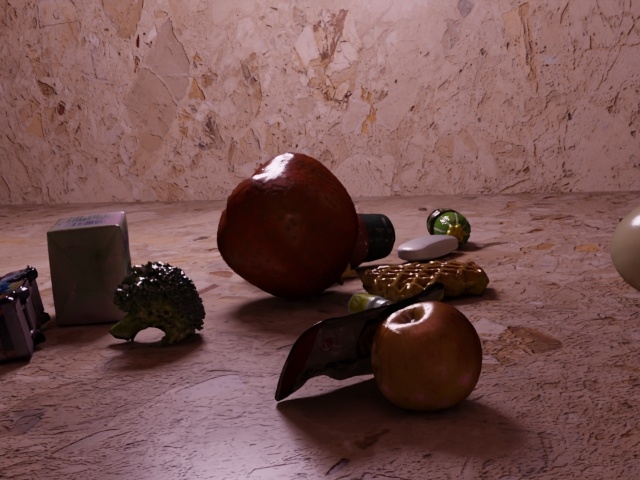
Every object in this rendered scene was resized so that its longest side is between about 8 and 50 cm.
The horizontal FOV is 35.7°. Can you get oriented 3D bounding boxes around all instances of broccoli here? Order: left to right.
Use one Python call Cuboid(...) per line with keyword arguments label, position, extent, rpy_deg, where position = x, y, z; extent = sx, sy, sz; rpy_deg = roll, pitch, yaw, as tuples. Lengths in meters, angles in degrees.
Cuboid(label="broccoli", position=(-0.272, 0.113, 1.625), extent=(0.160, 0.154, 0.167), rpy_deg=(-42, 0, 13))

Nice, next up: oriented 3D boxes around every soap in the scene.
Cuboid(label="soap", position=(-0.425, 0.050, 1.855), extent=(0.139, 0.182, 0.199), rpy_deg=(-6, 9, -7))

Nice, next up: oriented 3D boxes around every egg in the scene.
Cuboid(label="egg", position=(0.608, 0.015, 1.695), extent=(0.186, 0.185, 0.242), rpy_deg=(-9, 1, -34))

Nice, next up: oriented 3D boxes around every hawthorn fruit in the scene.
Cuboid(label="hawthorn fruit", position=(-0.051, -0.014, 1.897), extent=(0.275, 0.299, 0.275), rpy_deg=(-39, 20, 16))

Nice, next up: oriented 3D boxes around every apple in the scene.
Cuboid(label="apple", position=(0.130, 0.139, 1.226), extent=(0.147, 0.146, 0.146), rpy_deg=(-3, 8, 0))

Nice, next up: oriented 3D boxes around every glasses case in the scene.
Cuboid(label="glasses case", position=(0.247, 0.017, 2.280), extent=(0.074, 0.049, 0.193), rpy_deg=(3, 9, 36))

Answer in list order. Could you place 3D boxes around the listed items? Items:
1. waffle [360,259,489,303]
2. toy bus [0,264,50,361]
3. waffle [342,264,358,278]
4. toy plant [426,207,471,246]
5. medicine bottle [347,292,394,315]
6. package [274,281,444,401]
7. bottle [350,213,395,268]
Cuboid(label="waffle", position=(0.205, 0.078, 1.867), extent=(0.253, 0.056, 0.249), rpy_deg=(-4, 9, -15))
Cuboid(label="toy bus", position=(-0.538, 0.125, 1.675), extent=(0.138, 0.112, 0.317), rpy_deg=(-15, 9, -10))
Cuboid(label="waffle", position=(0.015, -0.011, 2.071), extent=(0.125, 0.190, 0.032), rpy_deg=(-7, 5, -25))
Cuboid(label="toy plant", position=(0.314, -0.029, 2.431), extent=(0.093, 0.092, 0.162), rpy_deg=(-4, 12, -6))
Cuboid(label="medicine bottle", position=(0.087, 0.115, 1.676), extent=(0.047, 0.047, 0.083), rpy_deg=(-9, 9, -34))
Cuboid(label="package", position=(0.052, 0.132, 1.294), extent=(0.239, 0.154, 0.030), rpy_deg=(-10, 47, -36))
Cuboid(label="bottle", position=(0.000, 0.000, 2.159), extent=(0.336, 0.143, 0.144), rpy_deg=(-7, 9, -23))
